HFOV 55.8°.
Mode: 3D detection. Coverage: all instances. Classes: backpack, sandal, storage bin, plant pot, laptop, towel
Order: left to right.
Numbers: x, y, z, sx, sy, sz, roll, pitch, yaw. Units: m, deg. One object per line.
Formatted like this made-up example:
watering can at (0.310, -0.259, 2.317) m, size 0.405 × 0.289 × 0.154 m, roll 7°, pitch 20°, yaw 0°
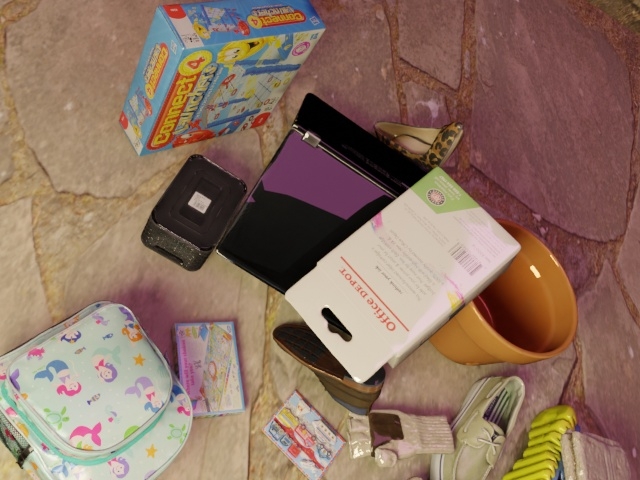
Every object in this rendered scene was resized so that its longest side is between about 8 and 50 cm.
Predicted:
backpack at (-0.303, 0.227, 0.823) m, size 0.225 × 0.191 × 0.254 m, roll -33°, pitch 87°, yaw -40°
storage bin at (-0.226, -0.051, 1.089) m, size 0.122 × 0.084 × 0.180 m, roll 32°, pitch 51°, yaw -10°
laptop at (0.051, -0.055, 1.221) m, size 0.381 × 0.236 × 0.408 m, roll 33°, pitch 25°, yaw -11°
plant pot at (0.339, 0.129, 1.229) m, size 0.290 × 0.203 × 0.291 m, roll 14°, pitch 56°, yaw -22°
sandal at (0.442, 0.458, 1.150) m, size 0.317 × 0.126 × 0.138 m, roll -36°, pitch 88°, yaw -38°
towel at (0.508, 0.493, 1.087) m, size 0.187 × 0.049 × 0.283 m, roll 24°, pitch 56°, yaw -32°

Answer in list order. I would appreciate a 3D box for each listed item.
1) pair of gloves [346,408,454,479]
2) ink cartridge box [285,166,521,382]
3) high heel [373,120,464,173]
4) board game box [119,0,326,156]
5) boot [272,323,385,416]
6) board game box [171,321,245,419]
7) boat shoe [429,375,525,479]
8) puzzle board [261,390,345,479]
pair of gloves at (0.142, 0.396, 1.024) m, size 0.204 × 0.042 × 0.240 m, roll 8°, pitch 49°, yaw -7°
ink cartridge box at (0.136, 0.067, 1.031) m, size 0.353 × 0.119 × 0.207 m, roll -38°, pitch 71°, yaw -12°
high heel at (0.210, -0.239, 1.346) m, size 0.186 × 0.261 × 0.093 m, roll 39°, pitch 73°, yaw 3°
board game box at (-0.187, -0.304, 1.117) m, size 0.301 × 0.308 × 0.086 m, roll -24°, pitch 78°, yaw -37°
boot at (0.006, 0.232, 1.065) m, size 0.219 × 0.106 × 0.082 m, roll 24°, pitch 41°, yaw 23°
board game box at (-0.185, 0.211, 0.993) m, size 0.103 × 0.026 × 0.154 m, roll 3°, pitch 61°, yaw -29°
boat shoe at (0.297, 0.365, 1.134) m, size 0.109 × 0.094 × 0.302 m, roll 40°, pitch 51°, yaw -3°
puzzle board at (-0.026, 0.331, 1.023) m, size 0.128 × 0.011 × 0.096 m, roll 46°, pitch 51°, yaw 1°
